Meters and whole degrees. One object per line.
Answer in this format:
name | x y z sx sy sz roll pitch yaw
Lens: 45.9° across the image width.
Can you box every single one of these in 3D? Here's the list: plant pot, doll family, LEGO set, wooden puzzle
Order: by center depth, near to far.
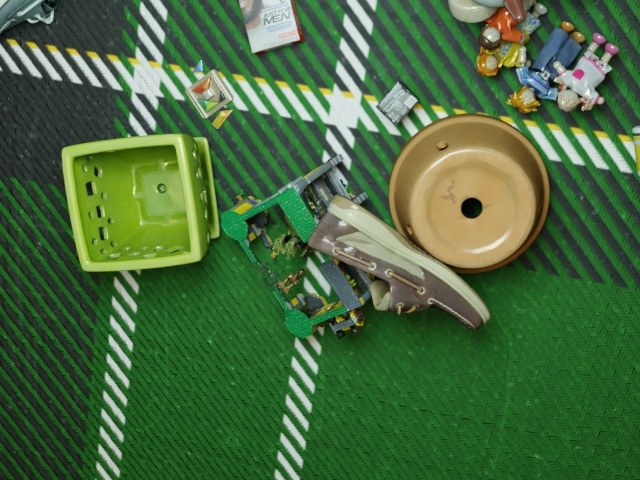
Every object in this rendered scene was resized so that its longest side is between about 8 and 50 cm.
doll family | 0.364 -0.310 1.293 0.263 0.118 0.163 37 87 -4
plant pot | 0.257 -0.068 1.303 0.291 0.203 0.290 2 102 8
plant pot | -0.309 -0.080 1.384 0.227 0.207 0.228 -5 101 10
LEGO set | 0.000 0.000 1.398 0.331 0.192 0.255 52 133 -1
wooden puzzle | -0.210 -0.276 1.429 0.078 0.014 0.116 -40 93 14

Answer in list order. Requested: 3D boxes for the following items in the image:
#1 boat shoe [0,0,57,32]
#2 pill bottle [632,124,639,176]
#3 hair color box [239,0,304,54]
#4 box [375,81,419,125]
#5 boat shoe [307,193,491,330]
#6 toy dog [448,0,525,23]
boat shoe | -0.530 -0.442 1.396 0.319 0.116 0.099 -35 124 23
pill bottle | 0.580 -0.143 1.308 0.065 0.065 0.116 -9 99 10
hair color box | -0.096 -0.430 1.361 0.093 0.053 0.167 -13 98 12
box | 0.138 -0.244 1.346 0.052 0.083 0.062 42 104 -2
boat shoe | 0.129 0.065 1.256 0.342 0.123 0.123 36 88 -18
toy dog | 0.347 -0.437 1.137 0.334 0.220 0.161 -38 65 16
